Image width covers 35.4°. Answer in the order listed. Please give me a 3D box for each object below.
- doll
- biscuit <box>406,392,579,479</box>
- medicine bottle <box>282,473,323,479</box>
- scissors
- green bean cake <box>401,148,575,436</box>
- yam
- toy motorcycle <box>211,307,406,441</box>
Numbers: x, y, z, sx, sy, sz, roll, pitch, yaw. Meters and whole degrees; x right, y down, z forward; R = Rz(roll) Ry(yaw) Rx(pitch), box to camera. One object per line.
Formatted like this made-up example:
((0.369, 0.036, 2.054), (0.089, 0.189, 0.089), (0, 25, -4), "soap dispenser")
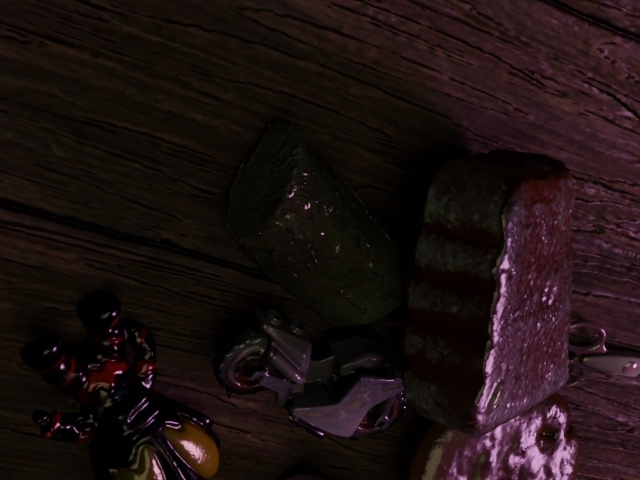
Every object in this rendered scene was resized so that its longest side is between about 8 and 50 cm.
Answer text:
((-0.161, 0.166, 0.864), (0.127, 0.088, 0.248), (-22, 118, -6), "doll")
((0.178, 0.236, 1.011), (0.212, 0.036, 0.212), (-7, 105, -28), "biscuit")
((0.044, 0.343, 0.998), (0.133, 0.133, 0.250), (-45, 120, 8), "medicine bottle")
((0.310, 0.125, 1.034), (0.176, 0.022, 0.085), (10, 117, -19), "scissors")
((0.151, 0.038, 0.859), (0.199, 0.097, 0.232), (-19, 118, -50), "green bean cake")
((0.000, 0.000, 0.824), (0.107, 0.107, 0.183), (-42, 123, 6), "yam")
((0.012, 0.115, 0.894), (0.215, 0.080, 0.122), (26, 110, -36), "toy motorcycle")
